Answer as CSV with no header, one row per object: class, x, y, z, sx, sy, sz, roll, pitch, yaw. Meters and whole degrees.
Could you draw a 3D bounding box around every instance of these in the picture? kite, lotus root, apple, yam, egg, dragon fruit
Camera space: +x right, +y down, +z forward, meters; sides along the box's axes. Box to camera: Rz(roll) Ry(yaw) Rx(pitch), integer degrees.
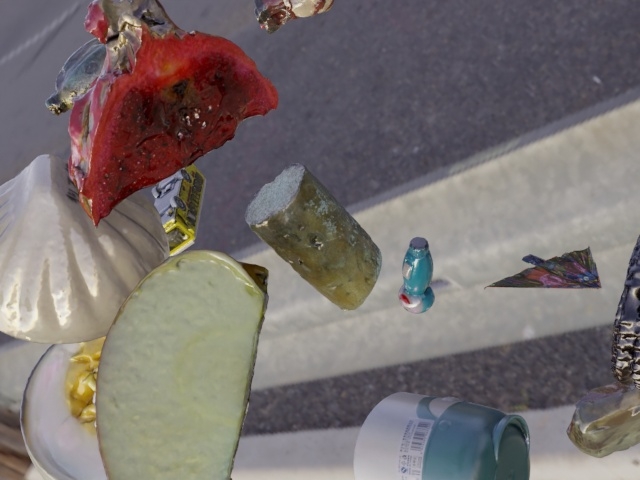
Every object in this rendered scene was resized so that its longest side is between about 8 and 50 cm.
kite,0.515,0.074,2.233,0.321,0.016,0.234,-19,27,-29
lotus root,-0.444,-0.310,1.965,0.192,0.088,0.113,-45,49,-5
apple,-0.140,0.183,1.155,0.179,0.254,0.346,-12,61,41
yam,0.000,0.000,1.348,0.107,0.194,0.107,-33,29,22
egg,-0.336,0.350,1.897,0.340,0.354,0.355,80,-151,-59
dragon fruit,-0.189,-0.174,1.111,0.262,0.212,0.134,-34,51,-27

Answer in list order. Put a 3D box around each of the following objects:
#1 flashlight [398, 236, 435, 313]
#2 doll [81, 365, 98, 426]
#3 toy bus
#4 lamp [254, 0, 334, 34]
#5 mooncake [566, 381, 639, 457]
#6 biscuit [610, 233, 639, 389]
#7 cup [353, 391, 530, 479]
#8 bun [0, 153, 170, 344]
flashlight,0.130,0.046,1.377,0.051,0.051,0.129,-81,-7,-46
doll,-0.250,0.221,1.363,0.099,0.143,0.057,-50,4,-24
toy bus,-0.264,-0.063,1.867,0.081,0.074,0.226,-33,27,17
lamp,-0.006,-0.472,1.900,0.253,0.118,0.118,-18,31,5
mooncake,0.412,0.245,1.455,0.129,0.125,0.073,-22,54,-5
biscuit,0.336,0.058,1.034,0.053,0.194,0.195,13,65,25
cup,0.208,0.408,1.732,0.257,0.219,0.290,2,85,40
bun,-0.318,-0.017,1.260,0.263,0.263,0.175,-83,-5,-47
